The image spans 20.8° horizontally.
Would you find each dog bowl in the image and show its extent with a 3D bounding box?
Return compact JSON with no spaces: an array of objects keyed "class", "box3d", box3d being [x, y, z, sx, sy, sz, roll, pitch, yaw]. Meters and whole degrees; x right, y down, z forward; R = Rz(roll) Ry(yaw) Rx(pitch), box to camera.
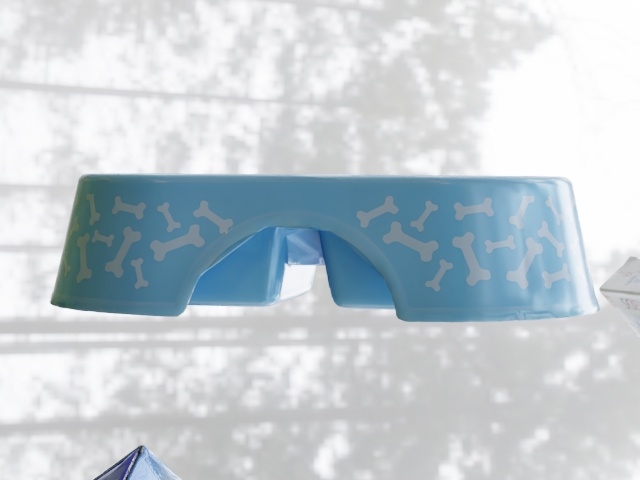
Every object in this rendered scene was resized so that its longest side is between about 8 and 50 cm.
[{"class":"dog bowl","box3d":[0.000,0.000,0.940,0.166,0.297,0.074,-12,102,-78]}]

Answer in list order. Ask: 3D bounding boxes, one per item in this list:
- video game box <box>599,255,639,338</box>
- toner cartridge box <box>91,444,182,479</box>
[{"class":"video game box","box3d":[0.312,0.101,1.316,0.205,0.048,0.187,49,-3,-4]},{"class":"toner cartridge box","box3d":[-0.189,0.293,1.103,0.165,0.075,0.348,-35,-162,29]}]
